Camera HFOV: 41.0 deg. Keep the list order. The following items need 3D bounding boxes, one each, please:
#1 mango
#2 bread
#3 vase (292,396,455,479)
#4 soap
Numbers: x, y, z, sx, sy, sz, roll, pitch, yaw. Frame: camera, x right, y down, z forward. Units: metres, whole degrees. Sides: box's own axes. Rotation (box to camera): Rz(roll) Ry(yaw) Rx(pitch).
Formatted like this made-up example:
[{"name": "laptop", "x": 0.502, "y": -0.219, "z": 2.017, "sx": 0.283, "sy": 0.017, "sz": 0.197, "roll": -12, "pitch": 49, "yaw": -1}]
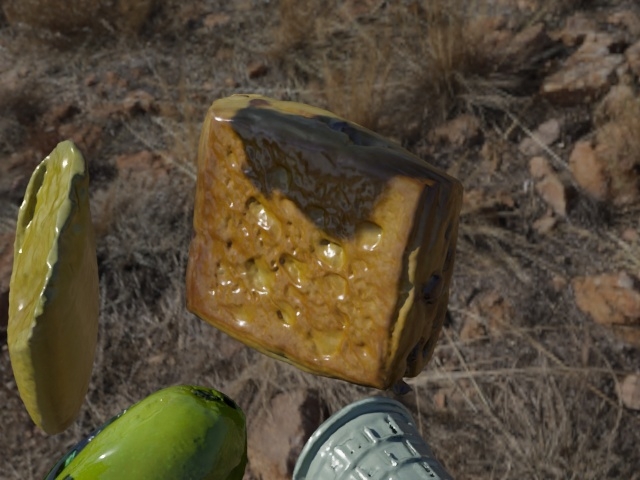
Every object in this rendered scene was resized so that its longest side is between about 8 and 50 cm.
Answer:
[{"name": "mango", "x": -0.107, "y": 0.150, "z": 0.484, "sx": 0.165, "sy": 0.091, "sz": 0.074, "roll": -45, "pitch": 28, "yaw": 7}, {"name": "bread", "x": 0.000, "y": 0.000, "z": 0.692, "sx": 0.235, "sy": 0.210, "sz": 0.099, "roll": 21, "pitch": 25, "yaw": 30}, {"name": "vase", "x": 0.108, "y": 0.267, "z": 0.724, "sx": 0.143, "sy": 0.143, "sz": 0.299, "roll": -29, "pitch": 34, "yaw": -19}, {"name": "soap", "x": -0.372, "y": 0.087, "z": 1.201, "sx": 0.115, "sy": 0.427, "sz": 0.306, "roll": -1, "pitch": 51, "yaw": -12}]
